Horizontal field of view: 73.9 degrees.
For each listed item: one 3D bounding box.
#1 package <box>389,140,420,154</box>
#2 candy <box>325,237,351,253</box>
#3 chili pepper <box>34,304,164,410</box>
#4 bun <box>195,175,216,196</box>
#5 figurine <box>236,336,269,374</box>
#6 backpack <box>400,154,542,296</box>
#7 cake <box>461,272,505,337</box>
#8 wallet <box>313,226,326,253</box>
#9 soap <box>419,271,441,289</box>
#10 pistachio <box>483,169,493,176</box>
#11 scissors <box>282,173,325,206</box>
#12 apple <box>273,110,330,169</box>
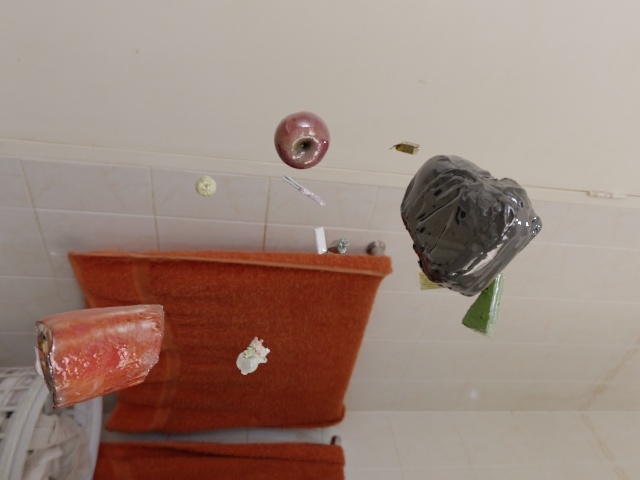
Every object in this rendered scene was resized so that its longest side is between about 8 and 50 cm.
[{"bbox_3d":[0.402,-0.446,2.027,0.071,0.131,0.047,-31,134,-47],"label":"package"},{"bbox_3d":[0.095,0.032,2.295,0.086,0.059,0.292,-52,-168,-17],"label":"candy"},{"bbox_3d":[-0.560,0.298,1.113,0.229,0.306,0.251,19,-75,50],"label":"chili pepper"},{"bbox_3d":[-0.461,-0.215,1.703,0.055,0.086,0.086,-99,-165,-75],"label":"bun"},{"bbox_3d":[-0.214,0.385,1.453,0.146,0.081,0.098,-36,161,-56],"label":"figurine"},{"bbox_3d":[0.402,-0.072,1.256,0.363,0.255,0.445,-51,-142,25],"label":"backpack"},{"bbox_3d":[0.606,0.226,1.495,0.099,0.100,0.235,34,-87,44],"label":"cake"},{"bbox_3d":[0.000,0.000,2.044,0.025,0.061,0.122,1,-75,42],"label":"wallet"},{"bbox_3d":[0.625,0.192,2.129,0.037,0.252,0.092,6,77,-66],"label":"soap"},{"bbox_3d":[0.599,-0.182,1.792,0.299,0.188,0.187,-33,-135,35],"label":"pistachio"},{"bbox_3d":[-0.079,-0.238,2.018,0.030,0.242,0.118,-53,-155,10],"label":"scissors"},{"bbox_3d":[-0.049,-0.269,1.133,0.120,0.154,0.153,-114,-152,-53],"label":"apple"}]
